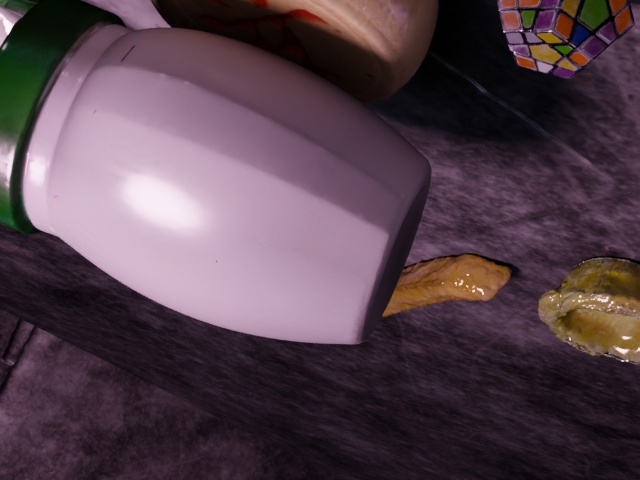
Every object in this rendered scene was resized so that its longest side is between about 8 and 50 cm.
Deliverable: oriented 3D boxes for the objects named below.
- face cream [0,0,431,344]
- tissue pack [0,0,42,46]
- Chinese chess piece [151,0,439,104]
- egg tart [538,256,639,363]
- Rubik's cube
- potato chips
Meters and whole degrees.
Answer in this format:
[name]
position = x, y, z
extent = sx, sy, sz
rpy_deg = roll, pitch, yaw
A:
[face cream]
position = -0.098, -0.051, 1.101
extent = 0.357, 0.219, 0.312
rpy_deg = 22, 165, 8
[tissue pack]
position = -0.282, -0.172, 1.392
extent = 0.209, 0.148, 0.156
rpy_deg = 27, 161, -11
[Chinese chess piece]
position = -0.024, -0.210, 1.070
extent = 0.250, 0.103, 0.250
rpy_deg = 21, 163, 7
[egg tart]
position = 0.351, 0.080, 1.481
extent = 0.197, 0.078, 0.197
rpy_deg = 18, 161, 6
[Rubik's cube]
position = 0.179, -0.174, 0.949
extent = 0.111, 0.111, 0.093
rpy_deg = 20, 136, 8
[potato chips]
position = 0.118, 0.073, 1.753
extent = 0.080, 0.057, 0.407
rpy_deg = 31, 160, -15
